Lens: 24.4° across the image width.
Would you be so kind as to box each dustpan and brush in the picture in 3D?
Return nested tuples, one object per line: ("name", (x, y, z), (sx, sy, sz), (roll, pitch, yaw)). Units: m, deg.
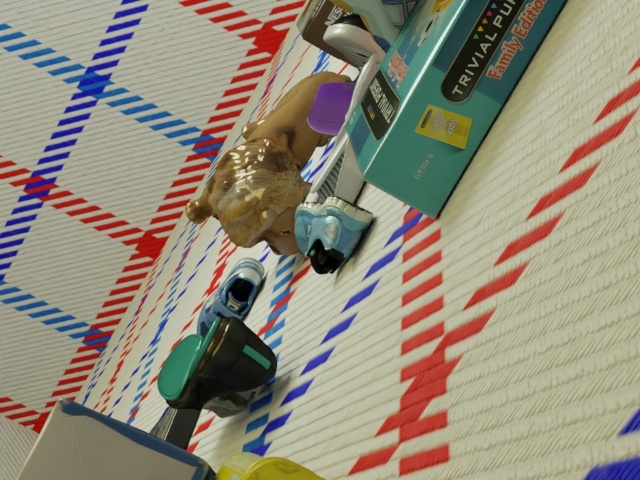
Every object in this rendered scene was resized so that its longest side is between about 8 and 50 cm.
("dustpan and brush", (0.034, -0.114, 1.716), (0.211, 0.060, 0.147), (-60, 9, 6))

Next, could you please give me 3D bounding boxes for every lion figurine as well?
("lion figurine", (-0.042, -0.125, 1.929), (0.240, 0.142, 0.392), (-43, 18, 53))

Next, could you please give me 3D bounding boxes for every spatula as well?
("spatula", (0.054, -0.218, 1.933), (0.296, 0.084, 0.030), (-64, -24, -54))

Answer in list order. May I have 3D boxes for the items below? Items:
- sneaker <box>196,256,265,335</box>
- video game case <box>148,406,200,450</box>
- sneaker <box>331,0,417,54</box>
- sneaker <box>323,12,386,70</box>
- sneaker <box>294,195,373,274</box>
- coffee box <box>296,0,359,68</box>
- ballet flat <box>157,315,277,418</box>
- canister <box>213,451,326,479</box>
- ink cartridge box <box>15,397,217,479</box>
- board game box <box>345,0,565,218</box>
("sneaker", (-0.127, 0.090, 2.018), (0.144, 0.053, 0.059), (-60, 11, 16))
("video game case", (-0.248, 0.350, 1.970), (0.248, 0.035, 0.275), (-53, 13, 44))
("sneaker", (0.087, -0.270, 1.506), (0.131, 0.112, 0.296), (-37, -27, 14))
("sneaker", (0.067, -0.277, 1.793), (0.217, 0.079, 0.121), (13, -81, -81))
("sneaker", (0.000, 0.000, 1.573), (0.073, 0.063, 0.162), (-67, 10, -13))
("coffee box", (0.042, -0.356, 2.258), (0.141, 0.098, 0.246), (-60, 9, 9))
("ballet flat", (-0.112, 0.150, 1.628), (0.095, 0.096, 0.280), (-64, 10, -15))
("canister", (-0.056, 0.231, 1.175), (0.126, 0.073, 0.170), (-64, 8, -9))
("ink cartridge box", (-0.212, 0.310, 1.389), (0.270, 0.151, 0.395), (-64, -3, -11))
("board game box", (0.142, -0.208, 1.355), (0.336, 0.079, 0.254), (-60, 9, 11))
